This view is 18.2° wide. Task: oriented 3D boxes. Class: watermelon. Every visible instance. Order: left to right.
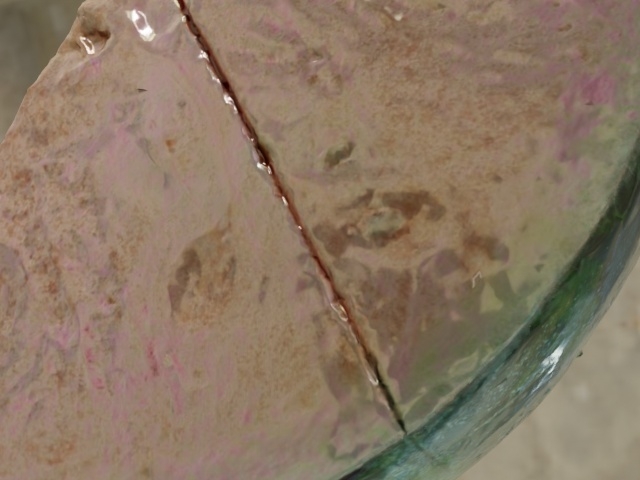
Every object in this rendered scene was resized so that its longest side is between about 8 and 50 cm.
[{"bbox_3d":[0.002,0.028,0.844,0.222,0.292,0.319,49,-125,-63],"label":"watermelon"}]
